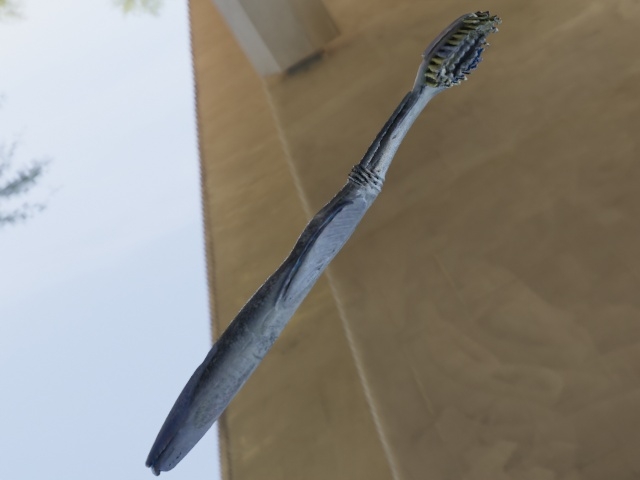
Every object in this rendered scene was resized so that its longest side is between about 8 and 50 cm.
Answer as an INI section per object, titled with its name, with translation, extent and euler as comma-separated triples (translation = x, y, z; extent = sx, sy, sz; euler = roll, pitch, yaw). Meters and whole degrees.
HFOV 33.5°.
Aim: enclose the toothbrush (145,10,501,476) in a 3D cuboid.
[toothbrush]
translation = 0.000, 0.000, 0.771
extent = 0.413, 0.035, 0.042
euler = -54, -163, -1
